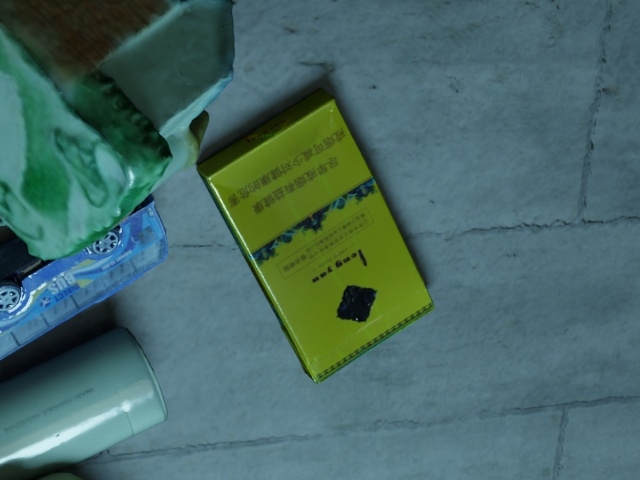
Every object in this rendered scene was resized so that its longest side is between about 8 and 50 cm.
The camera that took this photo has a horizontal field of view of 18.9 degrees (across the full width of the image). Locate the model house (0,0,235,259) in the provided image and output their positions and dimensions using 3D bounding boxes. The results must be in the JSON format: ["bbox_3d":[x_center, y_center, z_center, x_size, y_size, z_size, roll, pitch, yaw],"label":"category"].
[{"bbox_3d":[-0.190,-0.177,1.744,0.267,0.194,0.325,47,48,0],"label":"model house"}]

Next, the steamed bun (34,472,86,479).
[{"bbox_3d":[-0.295,0.418,1.850,0.372,0.230,0.325,-47,140,15],"label":"steamed bun"}]

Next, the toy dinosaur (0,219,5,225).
[{"bbox_3d":[-0.411,0.016,1.747,0.383,0.076,0.129,-29,164,-24],"label":"toy dinosaur"}]

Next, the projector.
[{"bbox_3d":[-0.318,0.198,1.861,0.337,0.108,0.108,-25,119,-14],"label":"projector"}]

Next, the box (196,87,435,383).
[{"bbox_3d":[0.000,-0.001,1.960,0.153,0.041,0.279,-33,121,-10],"label":"box"}]

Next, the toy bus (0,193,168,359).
[{"bbox_3d":[-0.259,0.029,1.839,0.236,0.079,0.094,-31,136,-10],"label":"toy bus"}]
